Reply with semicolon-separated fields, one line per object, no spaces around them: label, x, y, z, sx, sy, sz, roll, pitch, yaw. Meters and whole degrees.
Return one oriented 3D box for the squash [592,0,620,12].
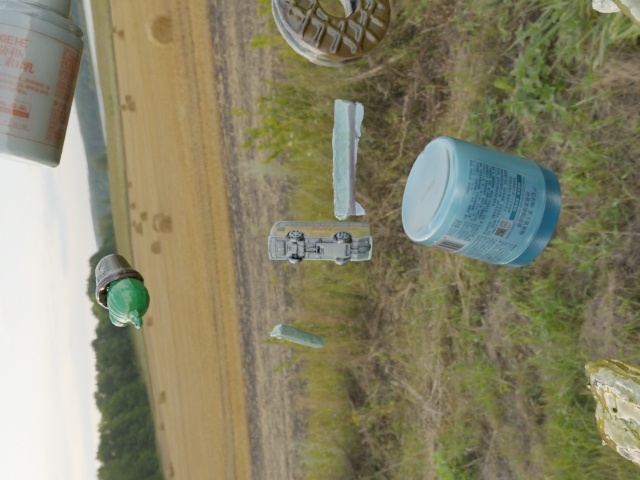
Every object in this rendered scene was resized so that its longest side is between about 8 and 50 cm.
squash;0.583;-0.566;1.021;0.083;0.083;0.250;4;76;69

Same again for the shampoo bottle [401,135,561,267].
shampoo bottle;0.460;-0.112;1.589;0.331;0.343;0.331;-167;90;-75

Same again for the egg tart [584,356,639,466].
egg tart;0.601;0.336;0.905;0.150;0.352;0.352;-59;25;-1

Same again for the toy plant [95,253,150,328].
toy plant;-0.444;0.128;1.200;0.200;0.105;0.143;58;133;30

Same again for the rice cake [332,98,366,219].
rice cake;0.068;-0.194;1.292;0.051;0.081;0.290;-15;-76;-81

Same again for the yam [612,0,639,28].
yam;0.416;-0.333;0.690;0.371;0.083;0.083;53;155;4

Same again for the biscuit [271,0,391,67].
biscuit;0.030;-0.622;1.417;0.103;0.332;0.332;165;96;-71

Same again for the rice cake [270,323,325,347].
rice cake;-0.048;0.213;1.185;0.033;0.171;0.029;-11;66;32

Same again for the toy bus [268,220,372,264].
toy bus;0.000;0.000;1.404;0.106;0.268;0.092;-89;0;-55

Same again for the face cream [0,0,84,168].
face cream;-0.317;-0.212;0.590;0.101;0.101;0.251;-168;90;-68

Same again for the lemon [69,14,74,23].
lemon;-0.535;-0.373;0.964;0.207;0.170;0.170;15;114;48
